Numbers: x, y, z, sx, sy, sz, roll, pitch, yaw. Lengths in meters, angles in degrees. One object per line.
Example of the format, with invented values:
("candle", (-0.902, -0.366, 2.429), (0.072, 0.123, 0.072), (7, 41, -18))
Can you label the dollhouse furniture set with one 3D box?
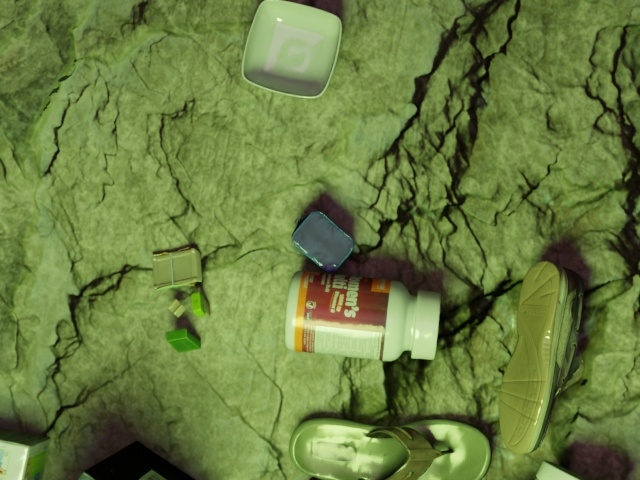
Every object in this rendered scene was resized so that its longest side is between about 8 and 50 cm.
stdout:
("dollhouse furniture set", (-0.212, 0.091, 1.714), (0.076, 0.058, 0.152), (-12, 66, 10))

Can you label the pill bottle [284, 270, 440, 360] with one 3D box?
("pill bottle", (0.063, 0.115, 1.644), (0.221, 0.121, 0.121), (6, 86, 4))

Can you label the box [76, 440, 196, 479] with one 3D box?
("box", (-0.303, 0.470, 1.531), (0.179, 0.343, 0.312), (33, 88, 4))

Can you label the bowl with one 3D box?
("bowl", (-0.042, -0.290, 1.716), (0.142, 0.053, 0.142), (15, 86, 5))

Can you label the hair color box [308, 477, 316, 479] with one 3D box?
("hair color box", (0.009, 0.449, 1.658), (0.093, 0.053, 0.167), (-41, 86, 0))

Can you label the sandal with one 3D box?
("sandal", (0.102, 0.325, 1.643), (0.302, 0.086, 0.120), (1, 86, 4))

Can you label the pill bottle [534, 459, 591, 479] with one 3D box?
("pill bottle", (0.306, 0.485, 1.571), (0.181, 0.181, 0.323), (24, 88, 5))

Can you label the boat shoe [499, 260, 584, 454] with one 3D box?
("boat shoe", (0.336, 0.176, 1.636), (0.092, 0.103, 0.285), (11, 87, -28))

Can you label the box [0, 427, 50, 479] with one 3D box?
("box", (-0.489, 0.392, 1.663), (0.103, 0.114, 0.203), (11, 87, 3))

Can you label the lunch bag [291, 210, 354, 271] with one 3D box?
("lunch bag", (0.000, 0.000, 1.685), (0.098, 0.065, 0.067), (43, 88, 0))
